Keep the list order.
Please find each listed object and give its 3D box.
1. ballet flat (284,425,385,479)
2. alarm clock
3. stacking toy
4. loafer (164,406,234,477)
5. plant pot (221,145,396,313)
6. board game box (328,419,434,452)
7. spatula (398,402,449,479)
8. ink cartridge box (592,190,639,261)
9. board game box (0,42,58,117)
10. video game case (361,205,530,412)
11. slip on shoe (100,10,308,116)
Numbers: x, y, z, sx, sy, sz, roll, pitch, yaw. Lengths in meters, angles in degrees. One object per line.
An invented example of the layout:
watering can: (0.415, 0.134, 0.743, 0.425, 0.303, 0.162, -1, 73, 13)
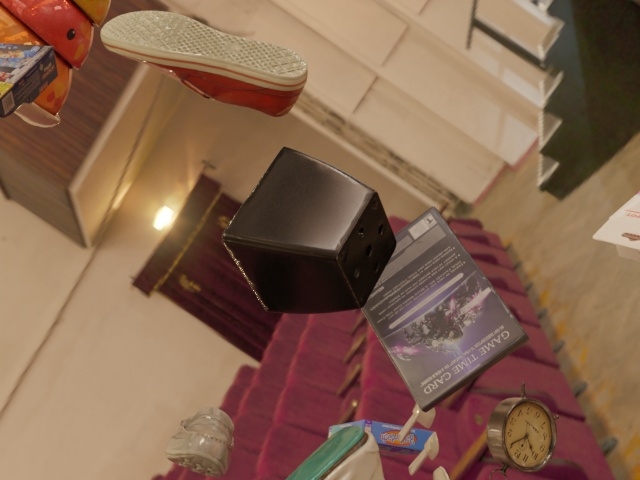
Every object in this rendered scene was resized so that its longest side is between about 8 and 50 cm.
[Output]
ballet flat: (-0.056, 0.441, 1.194, 0.400, 0.139, 0.139, -30, -8, -23)
alarm clock: (0.349, 0.362, 1.401, 0.192, 0.129, 0.064, -55, 18, -27)
stacking toy: (-0.561, -0.509, 1.633, 0.480, 0.351, 0.350, -49, 2, 0)
loafer: (-0.202, 0.338, 1.343, 0.111, 0.112, 0.319, -67, 9, -17)
plant pot: (0.000, 0.000, 1.140, 0.188, 0.167, 0.187, -58, -37, -28)
board game box: (0.124, 0.425, 1.677, 0.210, 0.160, 0.047, 138, 142, -65)
spatula: (0.169, 0.349, 1.279, 0.242, 0.019, 0.168, 98, 159, -62)
ink cartridge box: (0.463, -0.024, 1.018, 0.198, 0.067, 0.115, -36, 28, -21)
board game box: (-0.560, -0.262, 1.264, 0.194, 0.194, 0.060, -72, -10, -49)
video game case: (0.172, 0.102, 1.237, 0.196, 0.274, 0.026, -38, -33, 11)
slip on shoe: (-0.185, -0.272, 1.220, 0.101, 0.331, 0.123, 105, -178, -45)
